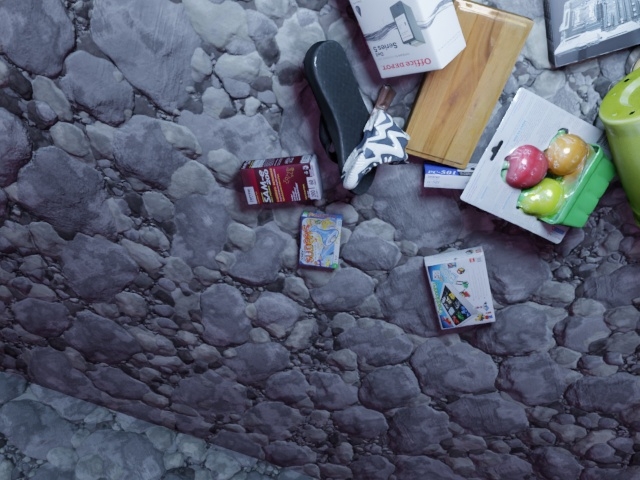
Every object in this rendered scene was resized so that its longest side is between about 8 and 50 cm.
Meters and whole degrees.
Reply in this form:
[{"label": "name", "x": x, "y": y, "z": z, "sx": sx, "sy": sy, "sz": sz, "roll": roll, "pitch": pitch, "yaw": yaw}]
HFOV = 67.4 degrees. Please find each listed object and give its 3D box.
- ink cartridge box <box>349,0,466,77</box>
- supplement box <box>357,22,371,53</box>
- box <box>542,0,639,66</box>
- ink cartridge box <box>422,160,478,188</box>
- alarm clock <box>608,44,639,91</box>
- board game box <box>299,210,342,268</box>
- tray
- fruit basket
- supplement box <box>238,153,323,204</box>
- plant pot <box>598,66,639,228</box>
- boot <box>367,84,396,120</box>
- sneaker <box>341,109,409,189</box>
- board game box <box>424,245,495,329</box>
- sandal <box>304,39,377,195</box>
[{"label": "ink cartridge box", "x": 0.196, "y": -0.540, "z": 1.132, "sx": 0.199, "sy": 0.115, "sz": 0.272, "roll": 13, "pitch": 142, "yaw": 50}, {"label": "supplement box", "x": 0.133, "y": -0.540, "z": 1.254, "sx": 0.043, "sy": 0.055, "sz": 0.083, "roll": -16, "pitch": 119, "yaw": 19}, {"label": "box", "x": 0.657, "y": -0.599, "z": 1.124, "sx": 0.243, "sy": 0.076, "sz": 0.307, "roll": -12, "pitch": 121, "yaw": 16}, {"label": "ink cartridge box", "x": 0.409, "y": -0.192, "z": 1.415, "sx": 0.207, "sy": 0.097, "sz": 0.046, "roll": 4, "pitch": 123, "yaw": 6}, {"label": "alarm clock", "x": 0.826, "y": -0.436, "z": 1.212, "sx": 0.129, "sy": 0.064, "sz": 0.192, "roll": 38, "pitch": 126, "yaw": -26}, {"label": "board game box", "x": 0.000, "y": 0.000, "z": 1.638, "sx": 0.137, "sy": 0.035, "sz": 0.201, "roll": 6, "pitch": 124, "yaw": 4}, {"label": "tray", "x": 0.376, "y": -0.409, "z": 1.294, "sx": 0.203, "sy": 0.076, "sz": 0.410, "roll": 15, "pitch": 123, "yaw": -2}, {"label": "fruit basket", "x": 0.603, "y": -0.194, "z": 1.322, "sx": 0.354, "sy": 0.165, "sz": 0.326, "roll": 22, "pitch": 104, "yaw": -9}, {"label": "supplement box", "x": -0.121, "y": -0.190, "z": 1.510, "sx": 0.240, "sy": 0.073, "sz": 0.130, "roll": -4, "pitch": 123, "yaw": 12}, {"label": "plant pot", "x": 0.870, "y": -0.242, "z": 1.148, "sx": 0.367, "sy": 0.366, "sz": 0.353, "roll": -36, "pitch": 113, "yaw": 27}, {"label": "boot", "x": 0.194, "y": -0.377, "z": 1.363, "sx": 0.107, "sy": 0.037, "sz": 0.114, "roll": 12, "pitch": 106, "yaw": -42}, {"label": "sneaker", "x": 0.166, "y": -0.221, "z": 1.319, "sx": 0.153, "sy": 0.234, "sz": 0.094, "roll": 29, "pitch": 167, "yaw": -18}, {"label": "board game box", "x": 0.487, "y": 0.172, "z": 1.669, "sx": 0.193, "sy": 0.053, "sz": 0.305, "roll": -12, "pitch": 120, "yaw": 15}, {"label": "sandal", "x": 0.056, "y": -0.338, "z": 1.359, "sx": 0.107, "sy": 0.168, "sz": 0.445, "roll": 14, "pitch": 134, "yaw": 45}]
